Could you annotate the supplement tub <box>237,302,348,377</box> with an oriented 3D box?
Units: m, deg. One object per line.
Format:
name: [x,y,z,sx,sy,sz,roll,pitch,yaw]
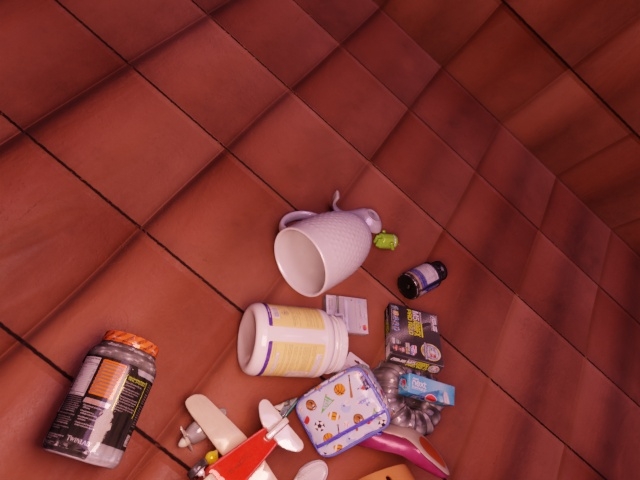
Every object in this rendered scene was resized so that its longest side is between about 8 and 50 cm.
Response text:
supplement tub: [-0.096,0.346,1.633,0.331,0.241,0.241,10,64,-25]

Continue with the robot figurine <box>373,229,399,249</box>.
robot figurine: [0.293,0.003,2.103,0.115,0.067,0.101,4,35,-25]

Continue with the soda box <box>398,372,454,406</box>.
soda box: [0.393,0.555,1.760,0.210,0.067,0.071,21,60,-18]

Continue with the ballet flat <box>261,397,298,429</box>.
ballet flat: [-0.146,0.596,1.605,0.070,0.070,0.188,43,52,-5]

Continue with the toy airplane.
toy airplane: [-0.243,0.666,1.408,0.384,0.272,0.386,17,38,-22]

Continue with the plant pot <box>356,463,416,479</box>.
plant pot: [0.226,0.876,1.565,0.290,0.291,0.204,-1,53,-29]

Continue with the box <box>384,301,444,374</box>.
box: [0.365,0.384,1.889,0.216,0.060,0.270,16,38,-5]

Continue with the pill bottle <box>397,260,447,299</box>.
pill bottle: [0.452,0.167,2.082,0.219,0.123,0.123,-20,79,-34]

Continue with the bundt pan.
bundt pan: [0.338,0.605,1.824,0.330,0.124,0.331,11,64,-24]

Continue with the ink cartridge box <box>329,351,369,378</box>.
ink cartridge box: [0.096,0.520,1.767,0.104,0.061,0.181,39,56,-7]

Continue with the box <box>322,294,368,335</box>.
box: [0.099,0.297,1.884,0.186,0.038,0.145,9,65,-24]

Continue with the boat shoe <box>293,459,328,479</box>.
boat shoe: [-0.068,0.811,1.531,0.267,0.088,0.096,-25,81,-34]

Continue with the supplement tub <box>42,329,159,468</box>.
supplement tub: [-0.600,0.441,1.339,0.207,0.207,0.338,26,58,-16]

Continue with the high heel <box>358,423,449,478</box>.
high heel: [0.258,0.732,1.669,0.377,0.181,0.127,39,12,14]

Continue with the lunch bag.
lunch bag: [0.088,0.576,1.611,0.243,0.303,0.115,61,11,12]

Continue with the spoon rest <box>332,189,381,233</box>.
spoon rest: [0.157,-0.116,2.079,0.276,0.084,0.137,29,36,-24]

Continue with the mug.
mug: [0.000,0.000,1.852,0.374,0.276,0.328,37,43,28]
